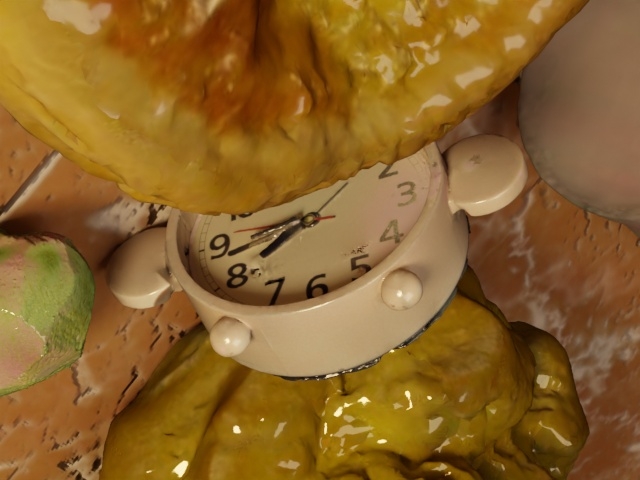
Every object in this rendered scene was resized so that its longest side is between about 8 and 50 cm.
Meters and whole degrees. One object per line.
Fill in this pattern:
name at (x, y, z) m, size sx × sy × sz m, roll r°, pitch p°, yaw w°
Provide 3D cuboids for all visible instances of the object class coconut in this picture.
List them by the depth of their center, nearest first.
coconut at (-0.150, 0.032, 0.872) m, size 0.082 × 0.081 × 0.083 m, roll -26°, pitch 160°, yaw 23°

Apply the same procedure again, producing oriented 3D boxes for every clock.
clock at (0.000, 0.000, 0.917) m, size 0.229 × 0.156 × 0.063 m, roll -18°, pitch 135°, yaw 11°

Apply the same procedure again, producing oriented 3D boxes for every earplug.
earplug at (0.264, -0.042, 1.126) m, size 0.172 × 0.172 × 0.301 m, roll -54°, pitch 143°, yaw 1°

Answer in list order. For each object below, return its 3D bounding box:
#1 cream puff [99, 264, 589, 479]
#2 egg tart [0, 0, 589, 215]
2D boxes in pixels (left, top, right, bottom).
cream puff at (0.041, 0.179, 1.004) m, size 0.324 × 0.257 × 0.291 m, roll -23°, pitch 133°, yaw -28°
egg tart at (-0.012, -0.233, 0.741) m, size 0.443 × 0.178 × 0.443 m, roll -20°, pitch 126°, yaw -31°
